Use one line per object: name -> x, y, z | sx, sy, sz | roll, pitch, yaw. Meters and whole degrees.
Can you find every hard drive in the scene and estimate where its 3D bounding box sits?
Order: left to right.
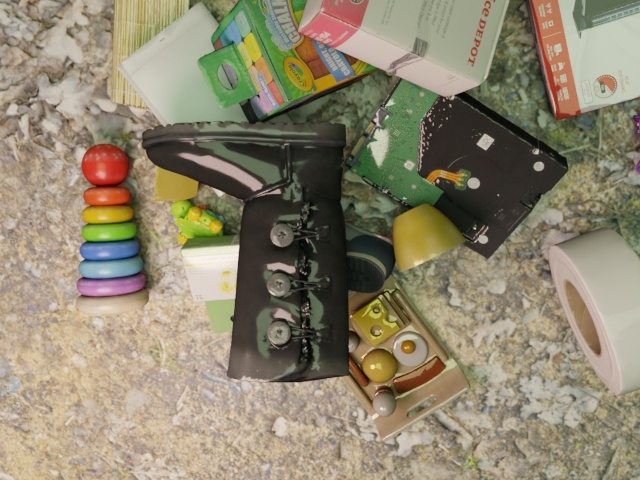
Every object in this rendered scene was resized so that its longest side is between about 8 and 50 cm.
hard drive -> -0.209, -0.266, 1.174 | 0.203, 0.040, 0.307 | -38, 98, 0
hard drive -> 0.243, -0.145, 1.136 | 0.339, 0.064, 0.237 | 31, 123, -3

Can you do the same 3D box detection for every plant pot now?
plant pot -> -0.282, -0.119, 1.210 | 0.083, 0.081, 0.081 | 5, 102, -12
plant pot -> 0.186, -0.012, 1.128 | 0.134, 0.134, 0.095 | -27, 86, 9

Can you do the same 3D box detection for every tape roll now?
tape roll -> 0.513, 0.124, 1.092 | 0.100, 0.286, 0.286 | -21, 99, 7

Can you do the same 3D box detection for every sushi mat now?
sushi mat -> -0.329, -0.413, 1.185 | 0.152, 0.019, 0.316 | 6, 101, 2

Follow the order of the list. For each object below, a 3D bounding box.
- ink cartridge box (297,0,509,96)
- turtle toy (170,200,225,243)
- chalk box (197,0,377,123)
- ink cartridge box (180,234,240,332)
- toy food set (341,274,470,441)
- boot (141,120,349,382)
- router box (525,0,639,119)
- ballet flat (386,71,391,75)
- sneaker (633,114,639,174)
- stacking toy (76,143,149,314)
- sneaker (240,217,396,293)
ink cartridge box -> 0.135, -0.373, 0.953 | 0.283, 0.117, 0.207 | 18, 85, -20
turtle toy -> -0.245, -0.036, 1.227 | 0.130, 0.066, 0.095 | 32, 127, -2
chalk box -> -0.059, -0.318, 1.038 | 0.289, 0.179, 0.180 | -29, 99, -25
ink cartridge box -> -0.166, 0.101, 1.219 | 0.171, 0.056, 0.235 | -4, 117, 8
toy food set -> 0.126, 0.233, 1.240 | 0.220, 0.092, 0.306 | -35, 97, 10
boot -> -0.132, 0.022, 1.072 | 0.367, 0.146, 0.444 | 0, 93, 6
router box -> 0.516, -0.414, 1.044 | 0.301, 0.082, 0.335 | -15, 107, 17
ballet flat -> 0.159, -0.309, 1.148 | 0.070, 0.070, 0.188 | -26, 95, 9
sneaker -> 0.615, -0.204, 1.142 | 0.071, 0.068, 0.169 | 15, 94, 17
stacking toy -> -0.425, -0.026, 1.218 | 0.141, 0.141, 0.330 | -2, 97, 5
sneaker -> 0.000, 0.000, 1.210 | 0.319, 0.131, 0.112 | 22, 134, 18
